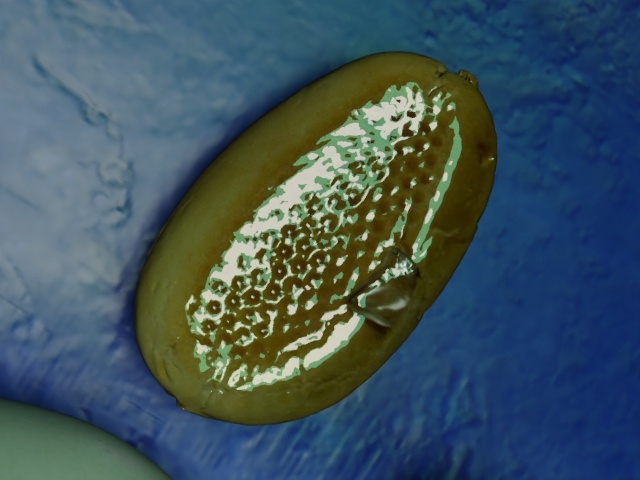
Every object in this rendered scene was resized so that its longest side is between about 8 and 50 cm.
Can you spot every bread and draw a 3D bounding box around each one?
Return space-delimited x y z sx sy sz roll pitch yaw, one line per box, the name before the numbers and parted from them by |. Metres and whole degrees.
bread | 0.000 0.000 0.704 0.114 0.077 0.189 42 84 8

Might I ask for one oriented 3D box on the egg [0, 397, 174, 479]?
egg | -0.133 0.138 0.642 0.209 0.151 0.151 12 90 -14
